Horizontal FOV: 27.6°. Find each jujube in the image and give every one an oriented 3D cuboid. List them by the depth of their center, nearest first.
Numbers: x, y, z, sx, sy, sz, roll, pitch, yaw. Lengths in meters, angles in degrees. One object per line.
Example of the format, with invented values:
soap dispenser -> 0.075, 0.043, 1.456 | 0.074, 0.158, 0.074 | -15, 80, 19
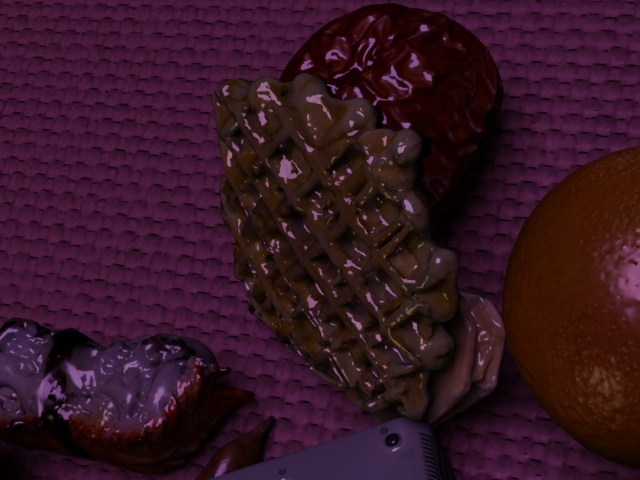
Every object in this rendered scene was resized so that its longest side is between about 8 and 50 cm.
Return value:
jujube -> 0.060, -0.114, 1.278 | 0.213, 0.213, 0.232 | 23, 77, 30

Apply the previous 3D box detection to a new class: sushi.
sushi -> -0.230, 0.150, 1.302 | 0.332, 0.124, 0.130 | 7, 70, 24

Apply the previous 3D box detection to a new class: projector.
projector -> -0.001, 0.280, 1.123 | 0.250, 0.108, 0.198 | -20, 40, 13

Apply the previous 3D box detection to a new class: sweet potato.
sweet potato -> -0.080, 0.215, 1.261 | 0.049, 0.049, 0.117 | 27, 67, 30

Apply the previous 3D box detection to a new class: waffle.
waffle -> 0.000, 0.000, 1.157 | 0.073, 0.297, 0.317 | -23, 32, -36

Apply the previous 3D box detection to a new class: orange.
orange -> 0.285, 0.050, 1.060 | 0.274, 0.274, 0.274 | -9, 62, 18

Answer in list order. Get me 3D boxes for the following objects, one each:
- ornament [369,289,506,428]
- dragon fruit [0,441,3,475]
ornament -> 0.083, 0.114, 1.200 | 0.201, 0.059, 0.180 | 25, 111, 54
dragon fruit -> -0.454, 0.282, 1.329 | 0.316, 0.152, 0.205 | 7, 81, 18
